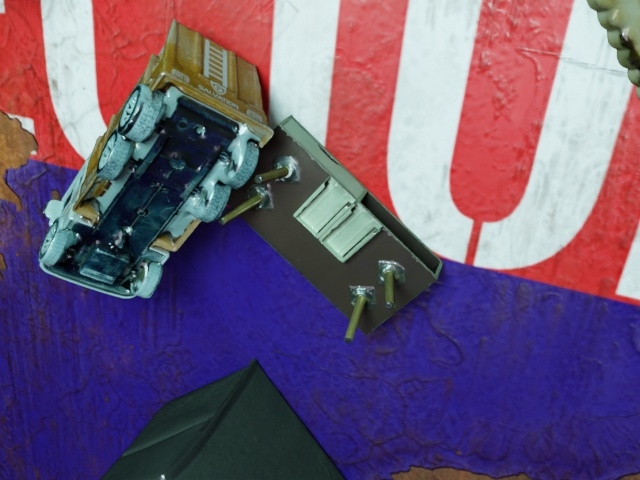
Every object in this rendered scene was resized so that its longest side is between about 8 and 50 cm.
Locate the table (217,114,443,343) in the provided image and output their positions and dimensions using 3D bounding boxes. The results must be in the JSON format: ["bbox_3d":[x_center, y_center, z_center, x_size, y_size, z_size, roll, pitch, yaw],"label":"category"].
[{"bbox_3d":[0.000,0.000,0.785,0.240,0.111,0.121,43,121,-4],"label":"table"}]

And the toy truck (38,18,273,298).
[{"bbox_3d":[-0.188,-0.080,0.786,0.136,0.162,0.305,25,128,-29],"label":"toy truck"}]

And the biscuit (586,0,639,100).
[{"bbox_3d":[0.334,-0.196,0.563,0.217,0.044,0.325,-29,117,26],"label":"biscuit"}]

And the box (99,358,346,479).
[{"bbox_3d":[-0.107,0.379,0.934,0.204,0.251,0.345,-28,101,30],"label":"box"}]
